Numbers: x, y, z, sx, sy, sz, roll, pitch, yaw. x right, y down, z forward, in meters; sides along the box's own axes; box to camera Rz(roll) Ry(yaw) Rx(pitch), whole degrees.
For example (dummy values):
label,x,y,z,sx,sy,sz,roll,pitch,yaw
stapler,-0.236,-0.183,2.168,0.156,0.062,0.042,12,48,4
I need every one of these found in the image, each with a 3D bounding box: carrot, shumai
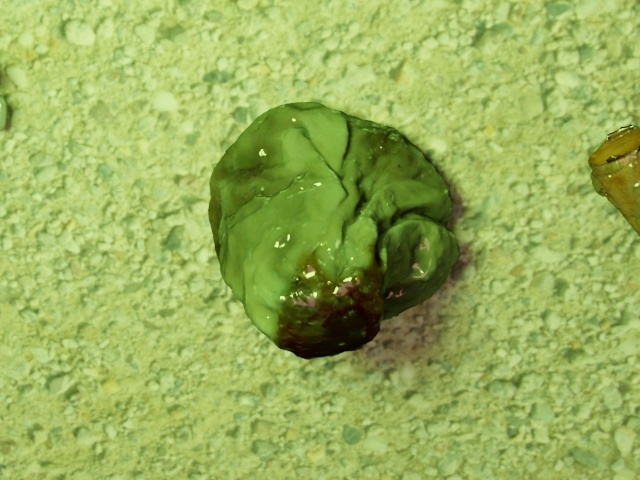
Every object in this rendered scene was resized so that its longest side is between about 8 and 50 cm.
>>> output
label,x,y,z,sx,sy,sz,roll,pitch,yaw
carrot,0.428,-0.020,1.532,0.102,0.102,0.263,-33,106,15
shumai,0.000,0.000,1.494,0.309,0.263,0.304,-23,104,13

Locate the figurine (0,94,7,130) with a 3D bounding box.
label,x,y,z,sx,sy,sz,roll,pitch,yaw
figurine,-0.494,-0.137,1.582,0.265,0.140,0.193,-17,124,35
